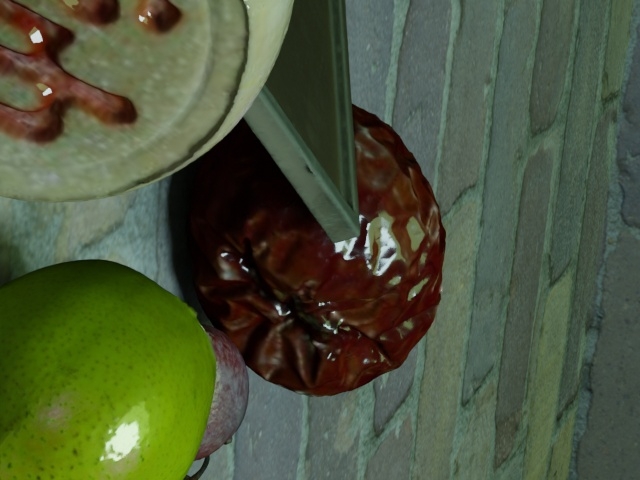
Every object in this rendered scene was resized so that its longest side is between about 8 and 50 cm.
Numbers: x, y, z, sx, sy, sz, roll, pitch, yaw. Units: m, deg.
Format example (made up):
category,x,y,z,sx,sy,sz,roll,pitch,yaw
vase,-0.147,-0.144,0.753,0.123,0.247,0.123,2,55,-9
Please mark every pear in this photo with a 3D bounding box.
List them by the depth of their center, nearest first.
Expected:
category,x,y,z,sx,sy,sz,roll,pitch,yaw
pear,-0.173,0.118,1.085,0.219,0.187,0.187,-50,149,-25

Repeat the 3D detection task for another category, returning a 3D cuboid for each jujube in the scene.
category,x,y,z,sx,sy,sz,roll,pitch,yaw
jujube,0.000,0.000,1.396,0.232,0.213,0.213,84,27,-47

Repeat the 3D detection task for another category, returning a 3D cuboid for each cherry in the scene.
category,x,y,z,sx,sy,sz,roll,pitch,yaw
cherry,-0.109,0.157,1.396,0.107,0.090,0.225,-70,171,-52

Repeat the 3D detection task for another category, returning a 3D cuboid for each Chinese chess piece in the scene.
category,x,y,z,sx,sy,sz,roll,pitch,yaw
Chinese chess piece,-0.145,-0.144,0.850,0.112,0.270,0.270,-79,166,-46

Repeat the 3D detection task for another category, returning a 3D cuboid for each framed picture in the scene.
category,x,y,z,sx,sy,sz,roll,pitch,yaw
framed picture,-0.059,-0.232,1.142,0.446,0.028,0.326,54,29,-57
